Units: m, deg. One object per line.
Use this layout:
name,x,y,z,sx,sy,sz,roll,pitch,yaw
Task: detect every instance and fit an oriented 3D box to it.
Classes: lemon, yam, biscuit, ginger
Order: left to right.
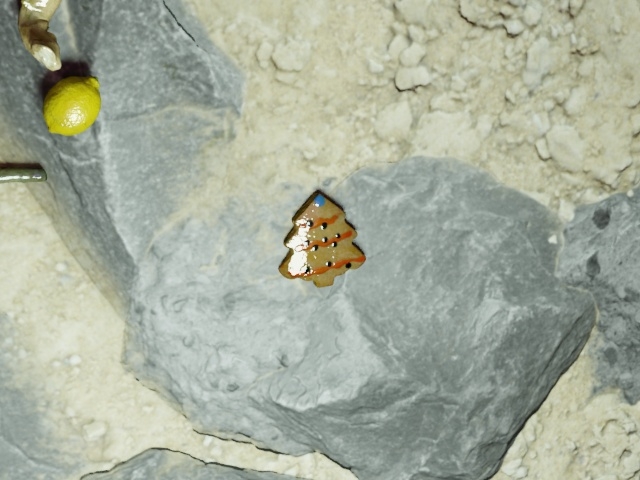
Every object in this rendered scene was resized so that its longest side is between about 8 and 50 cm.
yam,-0.434,-0.072,1.097,0.234,0.029,0.027,-1,95,-18
ginger,-0.304,-0.331,1.038,0.089,0.075,0.288,-4,104,-41
lemon,-0.284,-0.156,1.102,0.062,0.062,0.083,43,86,-24
biscuit,0.000,0.000,1.260,0.119,0.019,0.129,-11,109,-14
